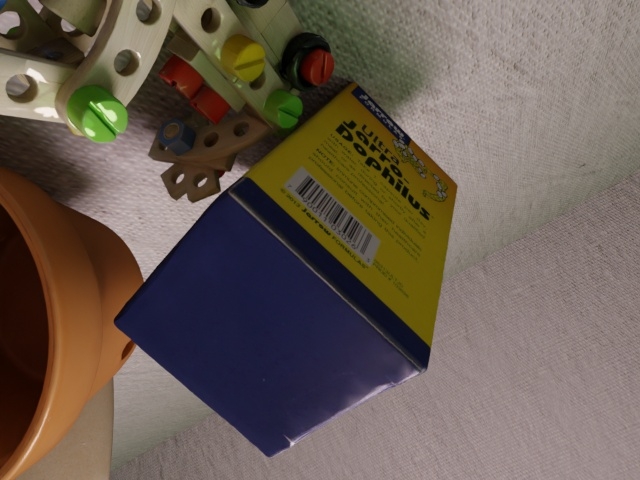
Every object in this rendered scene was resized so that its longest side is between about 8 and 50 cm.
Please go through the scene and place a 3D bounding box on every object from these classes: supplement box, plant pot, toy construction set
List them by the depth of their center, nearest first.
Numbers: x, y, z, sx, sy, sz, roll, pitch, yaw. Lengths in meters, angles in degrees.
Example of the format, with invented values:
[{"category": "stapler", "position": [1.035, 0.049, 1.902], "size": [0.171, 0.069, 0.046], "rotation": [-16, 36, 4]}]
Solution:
[{"category": "toy construction set", "position": [-0.111, -0.126, 0.390], "size": [0.215, 0.151, 0.327], "rotation": [-53, 166, -2]}, {"category": "plant pot", "position": [-0.306, 0.068, 0.471], "size": [0.291, 0.290, 0.203], "rotation": [-31, 175, 10]}, {"category": "supplement box", "position": [0.000, 0.000, 0.532], "size": [0.194, 0.195, 0.356], "rotation": [-42, -171, 33]}, {"category": "plant pot", "position": [-0.407, 0.243, 0.716], "size": [0.257, 0.274, 0.256], "rotation": [-24, 159, -10]}]
